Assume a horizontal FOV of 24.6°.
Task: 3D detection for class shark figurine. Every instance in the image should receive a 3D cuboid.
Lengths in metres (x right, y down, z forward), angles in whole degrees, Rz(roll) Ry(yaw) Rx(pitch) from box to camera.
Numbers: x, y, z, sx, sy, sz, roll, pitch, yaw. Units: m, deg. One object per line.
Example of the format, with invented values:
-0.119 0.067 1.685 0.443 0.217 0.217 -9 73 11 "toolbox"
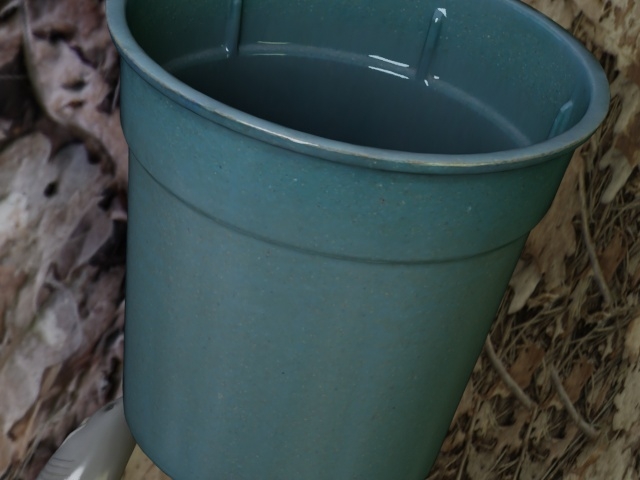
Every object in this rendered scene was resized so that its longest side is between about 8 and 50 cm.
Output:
-0.186 0.276 1.159 0.166 0.116 0.278 -23 125 -42 "shark figurine"

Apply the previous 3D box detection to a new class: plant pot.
0.000 0.000 1.068 0.341 0.341 0.334 -23 135 -43 "plant pot"
